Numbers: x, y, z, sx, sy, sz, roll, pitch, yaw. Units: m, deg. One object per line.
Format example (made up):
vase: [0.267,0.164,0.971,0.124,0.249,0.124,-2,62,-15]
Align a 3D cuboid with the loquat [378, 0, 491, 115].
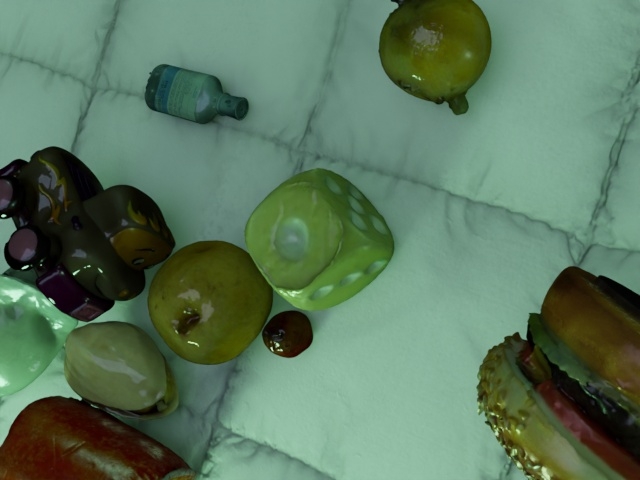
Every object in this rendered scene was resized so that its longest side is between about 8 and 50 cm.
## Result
loquat: [0.176,-0.285,1.403,0.172,0.149,0.205,-19,90,25]

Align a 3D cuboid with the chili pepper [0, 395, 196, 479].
chili pepper: [-0.377,0.416,1.581,0.305,0.251,0.229,23,75,25]

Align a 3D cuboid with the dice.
dice: [0.000,0.000,1.457,0.166,0.169,0.169,-42,67,20]

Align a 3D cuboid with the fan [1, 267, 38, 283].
fan: [-0.617,0.113,1.885,0.223,0.012,0.294,-24,74,26]

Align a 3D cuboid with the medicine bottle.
medicine bottle: [-0.224,-0.259,1.678,0.208,0.053,0.090,18,92,28]

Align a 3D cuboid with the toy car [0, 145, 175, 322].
toy car: [-0.420,-0.036,1.668,0.240,0.271,0.341,-34,68,3]

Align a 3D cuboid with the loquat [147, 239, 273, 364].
loquat: [-0.183,0.103,1.540,0.208,0.208,0.208,-3,83,29]

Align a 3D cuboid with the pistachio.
pistachio: [-0.351,0.229,1.639,0.229,0.157,0.157,27,98,23]

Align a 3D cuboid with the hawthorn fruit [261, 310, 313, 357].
hawthorn fruit: [-0.058,0.152,1.517,0.081,0.093,0.081,-4,81,28]

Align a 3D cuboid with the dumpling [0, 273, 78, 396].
dumpling: [-0.643,0.167,1.783,0.270,0.212,0.320,42,94,-12]

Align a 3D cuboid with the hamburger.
hamburger: [0.365,0.205,1.145,0.330,0.330,0.250,39,103,27]
